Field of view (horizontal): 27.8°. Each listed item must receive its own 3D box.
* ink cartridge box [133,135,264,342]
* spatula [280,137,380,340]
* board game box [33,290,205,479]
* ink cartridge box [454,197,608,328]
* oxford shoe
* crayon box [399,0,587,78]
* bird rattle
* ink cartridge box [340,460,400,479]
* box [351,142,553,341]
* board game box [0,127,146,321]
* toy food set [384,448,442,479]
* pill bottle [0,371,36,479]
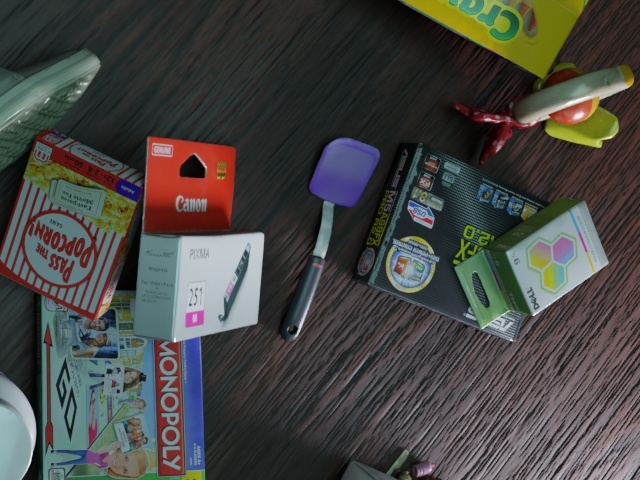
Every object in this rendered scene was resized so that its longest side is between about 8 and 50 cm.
[{"bbox_3d":[-0.144,-0.004,1.630,0.060,0.275,0.239,6,93,18],"label":"ink cartridge box"},{"bbox_3d":[0.000,0.000,1.808,0.084,0.030,0.296,20,87,-24],"label":"spatula"},{"bbox_3d":[-0.257,0.222,1.656,0.213,0.046,0.317,2,78,-25],"label":"board game box"},{"bbox_3d":[0.308,0.035,1.873,0.209,0.062,0.109,-31,108,-19],"label":"ink cartridge box"},{"bbox_3d":[-0.422,-0.132,1.472,0.130,0.169,0.449,45,47,5],"label":"oxford shoe"},{"bbox_3d":[0.222,-0.444,1.764,0.363,0.106,0.313,26,98,-16],"label":"crayon box"},{"bbox_3d":[0.330,-0.205,1.860,0.253,0.207,0.143,-8,80,-34],"label":"bird rattle"},{"bbox_3d":[0.130,0.470,1.856,0.283,0.117,0.207,28,90,-25],"label":"ink cartridge box"},{"bbox_3d":[0.202,0.004,1.887,0.270,0.060,0.216,23,85,-25],"label":"box"},{"bbox_3d":[-0.302,-0.018,1.578,0.147,0.045,0.193,25,113,6],"label":"board game box"},{"bbox_3d":[0.152,0.369,1.920,0.122,0.019,0.078,44,77,-22],"label":"toy food set"},{"bbox_3d":[-0.416,0.215,1.499,0.152,0.272,0.152,-3,97,-25],"label":"pill bottle"}]
